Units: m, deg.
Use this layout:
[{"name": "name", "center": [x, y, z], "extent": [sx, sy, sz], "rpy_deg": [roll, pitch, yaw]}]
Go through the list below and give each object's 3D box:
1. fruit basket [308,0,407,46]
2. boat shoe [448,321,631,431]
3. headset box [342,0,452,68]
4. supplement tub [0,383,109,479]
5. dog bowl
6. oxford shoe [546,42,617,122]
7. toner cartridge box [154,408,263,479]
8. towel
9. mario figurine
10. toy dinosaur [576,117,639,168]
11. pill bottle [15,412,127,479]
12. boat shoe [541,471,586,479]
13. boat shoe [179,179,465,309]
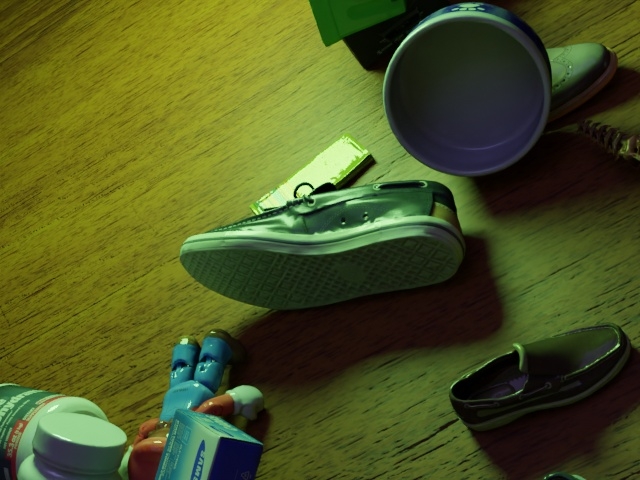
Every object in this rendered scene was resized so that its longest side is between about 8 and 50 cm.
[{"name": "fruit basket", "center": [-0.021, -0.584, 1.861], "extent": [0.391, 0.283, 0.392], "rpy_deg": [-9, 53, 12]}, {"name": "boat shoe", "center": [0.294, 0.179, 1.328], "extent": [0.257, 0.095, 0.095], "rpy_deg": [-30, 44, 11]}, {"name": "headset box", "center": [0.113, -0.498, 1.990], "extent": [0.218, 0.110, 0.293], "rpy_deg": [-35, 43, 6]}, {"name": "supplement tub", "center": [-0.509, 0.350, 1.683], "extent": [0.272, 0.191, 0.191], "rpy_deg": [2, 58, 36]}, {"name": "dog bowl", "center": [0.238, -0.243, 1.576], "extent": [0.264, 0.265, 0.104], "rpy_deg": [-18, 20, 23]}, {"name": "oxford shoe", "center": [0.310, -0.270, 1.650], "extent": [0.363, 0.133, 0.130], "rpy_deg": [-15, 49, 25]}, {"name": "toner cartridge box", "center": [-0.192, 0.426, 1.369], "extent": [0.165, 0.075, 0.348], "rpy_deg": [9, 82, 59]}, {"name": "towel", "center": [-0.019, -0.107, 1.814], "extent": [0.237, 0.021, 0.102], "rpy_deg": [-39, 49, -5]}, {"name": "mario figurine", "center": [-0.209, 0.311, 1.588], "extent": [0.198, 0.170, 0.321], "rpy_deg": [-53, 16, 44]}, {"name": "toy dinosaur", "center": [0.530, -0.160, 1.409], "extent": [0.321, 0.164, 0.219], "rpy_deg": [15, 81, 18]}, {"name": "pill bottle", "center": [-0.393, 0.419, 1.491], "extent": [0.161, 0.161, 0.283], "rpy_deg": [20, 97, 43]}, {"name": "boat shoe", "center": [0.351, 0.390, 1.120], "extent": [0.114, 0.091, 0.302], "rpy_deg": [-44, 43, -3]}, {"name": "boat shoe", "center": [0.000, 0.000, 1.625], "extent": [0.499, 0.187, 0.156], "rpy_deg": [-8, 47, 24]}]
